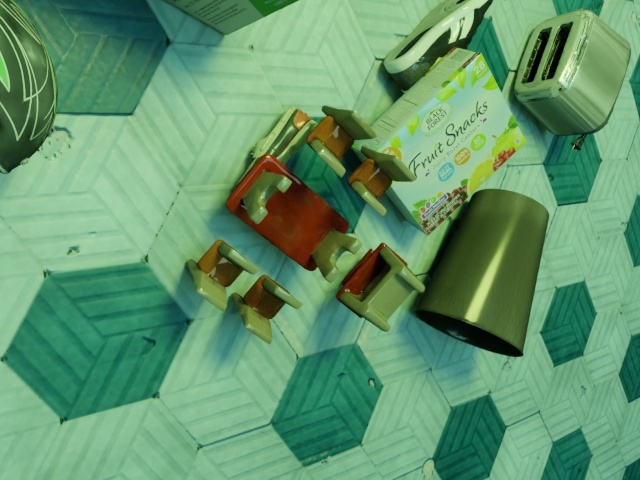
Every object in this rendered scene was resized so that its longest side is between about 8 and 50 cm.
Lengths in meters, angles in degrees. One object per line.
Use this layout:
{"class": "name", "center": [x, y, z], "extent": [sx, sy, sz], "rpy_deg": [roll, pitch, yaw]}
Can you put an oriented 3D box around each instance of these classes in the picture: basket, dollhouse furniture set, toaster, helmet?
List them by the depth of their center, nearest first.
{"class": "helmet", "center": [-0.308, -0.139, 0.470], "extent": [0.162, 0.169, 0.169], "rpy_deg": [-4, 98, -20]}
{"class": "dollhouse furniture set", "center": [0.000, 0.000, 0.716], "extent": [0.259, 0.135, 0.262], "rpy_deg": [41, 91, -28]}
{"class": "basket", "center": [0.272, 0.046, 0.906], "extent": [0.204, 0.154, 0.226], "rpy_deg": [32, 74, -34]}
{"class": "toaster", "center": [0.436, -0.288, 0.993], "extent": [0.146, 0.129, 0.227], "rpy_deg": [26, 83, -30]}

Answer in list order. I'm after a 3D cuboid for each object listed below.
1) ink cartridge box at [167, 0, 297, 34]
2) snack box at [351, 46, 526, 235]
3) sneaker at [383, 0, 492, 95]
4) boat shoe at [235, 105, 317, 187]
{"class": "ink cartridge box", "center": [-0.150, -0.332, 0.525], "extent": [0.289, 0.211, 0.121], "rpy_deg": [20, 84, -35]}
{"class": "snack box", "center": [0.173, -0.139, 0.816], "extent": [0.207, 0.070, 0.174], "rpy_deg": [-44, 125, -2]}
{"class": "sneaker", "center": [0.196, -0.282, 0.861], "extent": [0.217, 0.079, 0.121], "rpy_deg": [-43, 121, -14]}
{"class": "boat shoe", "center": [-0.063, -0.112, 0.715], "extent": [0.043, 0.049, 0.137], "rpy_deg": [40, 81, 9]}
